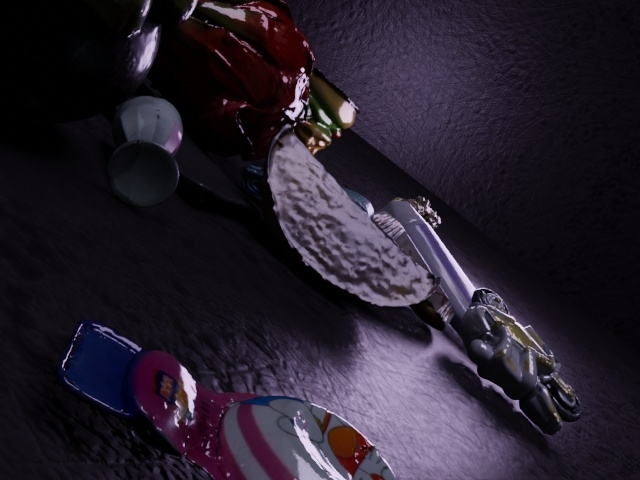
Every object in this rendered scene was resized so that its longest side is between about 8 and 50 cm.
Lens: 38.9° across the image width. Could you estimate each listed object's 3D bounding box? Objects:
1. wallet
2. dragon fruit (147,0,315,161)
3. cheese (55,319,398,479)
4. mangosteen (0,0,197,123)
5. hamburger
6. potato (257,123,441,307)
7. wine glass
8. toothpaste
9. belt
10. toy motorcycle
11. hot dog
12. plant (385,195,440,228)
[{"bbox_3d":[-0.185,-0.123,1.061,0.285,0.030,0.146,46,10,26],"label":"wallet"},{"bbox_3d":[-0.124,-0.226,1.160,0.234,0.234,0.293,43,3,21],"label":"dragon fruit"},{"bbox_3d":[-0.033,0.120,0.499,0.244,0.062,0.155,36,13,-14],"label":"cheese"},{"bbox_3d":[-0.224,-0.214,0.773,0.243,0.243,0.243,37,11,-9],"label":"mangosteen"},{"bbox_3d":[-0.053,-0.258,1.718,0.237,0.149,0.237,41,3,-2],"label":"hamburger"},{"bbox_3d":[0.001,0.002,1.064,0.261,0.120,0.100,47,-28,0],"label":"potato"},{"bbox_3d":[-0.167,-0.085,0.869,0.073,0.073,0.155,34,15,-22],"label":"wine glass"},{"bbox_3d":[0.206,0.085,1.382,0.125,0.080,0.371,17,30,-53],"label":"toothpaste"},{"bbox_3d":[-0.024,-0.038,1.167,0.179,0.100,0.065,26,9,13],"label":"belt"},{"bbox_3d":[0.258,0.158,1.220,0.151,0.074,0.229,-2,52,-49],"label":"toy motorcycle"},{"bbox_3d":[0.113,0.040,1.213,0.192,0.053,0.099,56,-13,-18],"label":"hot dog"},{"bbox_3d":[0.172,-0.020,1.740,0.116,0.104,0.122,1,58,-9],"label":"plant"}]
